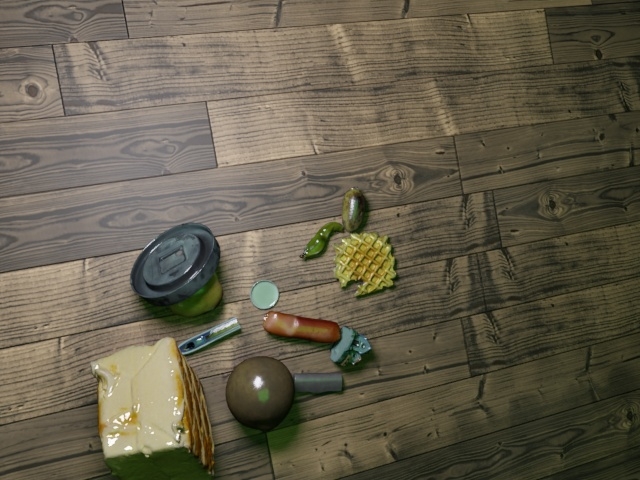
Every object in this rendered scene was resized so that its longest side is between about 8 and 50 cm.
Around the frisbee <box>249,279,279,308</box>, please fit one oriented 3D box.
[{"bbox_3d":[-0.210,0.202,1.964,0.110,0.014,0.110,0,90,-15],"label":"frisbee"}]

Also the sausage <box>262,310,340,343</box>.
[{"bbox_3d":[-0.069,0.325,1.963,0.300,0.083,0.089,12,92,-11],"label":"sausage"}]

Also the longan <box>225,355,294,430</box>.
[{"bbox_3d":[-0.209,0.534,1.837,0.258,0.258,0.258,0,89,-14],"label":"longan"}]

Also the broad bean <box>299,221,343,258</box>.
[{"bbox_3d":[0.000,0.000,2.004,0.213,0.048,0.070,-41,97,-15],"label":"broad bean"}]

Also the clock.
[{"bbox_3d":[-0.484,0.077,1.758,0.319,0.319,0.066,-41,133,-12],"label":"clock"}]

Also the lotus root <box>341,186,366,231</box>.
[{"bbox_3d":[0.128,-0.120,2.023,0.089,0.080,0.179,5,87,-13],"label":"lotus root"}]

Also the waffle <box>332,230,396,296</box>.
[{"bbox_3d":[0.169,0.086,2.043,0.261,0.056,0.250,-12,91,-12],"label":"waffle"}]

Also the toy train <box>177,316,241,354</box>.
[{"bbox_3d":[-0.410,0.353,1.892,0.252,0.048,0.055,-26,93,-13],"label":"toy train"}]

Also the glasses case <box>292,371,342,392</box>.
[{"bbox_3d":[-0.013,0.540,1.994,0.191,0.042,0.072,2,96,-14],"label":"glasses case"}]

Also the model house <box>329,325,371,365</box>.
[{"bbox_3d":[0.134,0.415,2.001,0.149,0.119,0.148,24,83,-20],"label":"model house"}]

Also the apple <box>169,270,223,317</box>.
[{"bbox_3d":[-0.448,0.163,1.832,0.188,0.174,0.207,-22,78,-16],"label":"apple"}]

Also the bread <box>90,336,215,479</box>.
[{"bbox_3d":[-0.512,0.557,1.647,0.279,0.371,0.390,-20,51,-7],"label":"bread"}]
